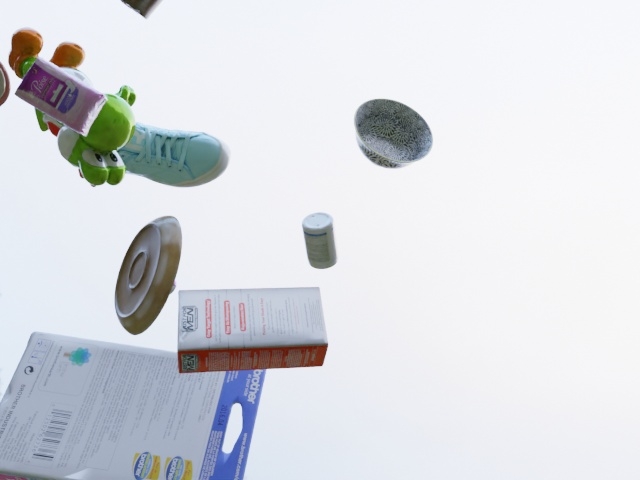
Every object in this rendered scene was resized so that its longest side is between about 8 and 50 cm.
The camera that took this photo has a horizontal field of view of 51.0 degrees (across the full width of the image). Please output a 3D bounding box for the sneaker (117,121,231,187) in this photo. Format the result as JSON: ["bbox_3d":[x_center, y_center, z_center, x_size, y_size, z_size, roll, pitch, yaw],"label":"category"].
[{"bbox_3d":[-0.386,-0.198,1.493,0.365,0.135,0.150,4,-6,19],"label":"sneaker"}]

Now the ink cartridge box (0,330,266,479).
[{"bbox_3d":[-0.233,0.221,0.821,0.311,0.186,0.065,6,-40,4],"label":"ink cartridge box"}]

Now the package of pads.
[{"bbox_3d":[-0.275,-0.154,0.716,0.083,0.032,0.050,31,-92,-2],"label":"package of pads"}]

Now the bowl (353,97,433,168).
[{"bbox_3d":[0.137,-0.201,1.367,0.170,0.170,0.080,19,-37,-5],"label":"bowl"}]

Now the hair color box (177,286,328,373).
[{"bbox_3d":[-0.068,0.086,0.655,0.141,0.072,0.043,0,-41,-10],"label":"hair color box"}]

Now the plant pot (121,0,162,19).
[{"bbox_3d":[-0.392,-0.596,1.491,0.167,0.167,0.165,35,-86,-18],"label":"plant pot"}]

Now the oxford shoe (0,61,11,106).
[{"bbox_3d":[-0.704,-0.230,1.032,0.146,0.396,0.141,2,-85,50],"label":"oxford shoe"}]

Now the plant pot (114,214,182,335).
[{"bbox_3d":[-0.332,0.059,1.260,0.032,0.236,0.236,22,-44,-33],"label":"plant pot"}]

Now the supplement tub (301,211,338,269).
[{"bbox_3d":[0.000,0.000,1.427,0.071,0.071,0.107,1,-54,12],"label":"supplement tub"}]

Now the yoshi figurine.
[{"bbox_3d":[-0.463,-0.276,1.311,0.203,0.362,0.203,-29,-22,-15],"label":"yoshi figurine"}]

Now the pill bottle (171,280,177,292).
[{"bbox_3d":[-0.399,0.098,1.659,0.043,0.043,0.083,-27,-53,32],"label":"pill bottle"}]
